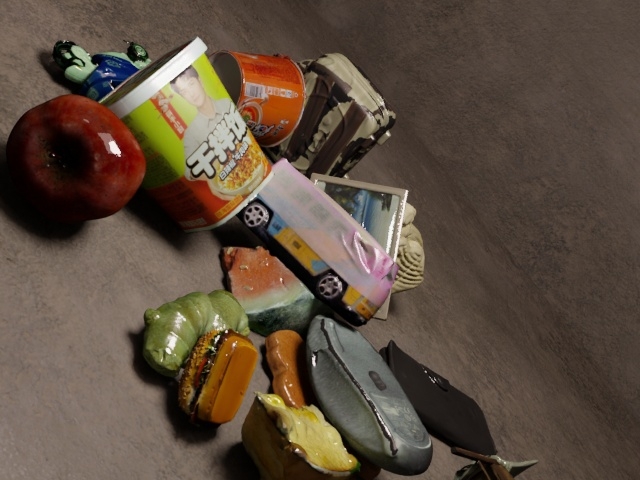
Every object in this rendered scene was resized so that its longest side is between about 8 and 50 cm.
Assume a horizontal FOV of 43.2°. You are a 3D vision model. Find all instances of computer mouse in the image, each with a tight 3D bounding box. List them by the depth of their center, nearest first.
[{"bbox_3d":[0.072,0.300,1.535,0.203,0.114,0.374,22,26,-43],"label":"computer mouse"}]

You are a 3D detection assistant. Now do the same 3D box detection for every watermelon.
[{"bbox_3d":[-0.112,0.078,1.694,0.193,0.140,0.256,30,21,-51],"label":"watermelon"}]

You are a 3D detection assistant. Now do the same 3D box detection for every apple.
[{"bbox_3d":[-0.416,-0.138,1.375,0.234,0.234,0.234,37,26,-22],"label":"apple"}]

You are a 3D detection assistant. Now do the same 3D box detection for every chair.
[{"bbox_3d":[0.361,0.551,1.702,0.319,0.160,0.186,24,29,-41],"label":"chair"}]

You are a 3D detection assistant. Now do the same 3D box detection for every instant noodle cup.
[{"bbox_3d":[-0.267,-0.193,1.595,0.307,0.294,0.294,54,21,-21],"label":"instant noodle cup"},{"bbox_3d":[-0.189,-0.375,2.078,0.192,0.250,0.250,4,48,-47],"label":"instant noodle cup"}]

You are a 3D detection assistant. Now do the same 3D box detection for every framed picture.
[{"bbox_3d":[0.060,0.010,1.814,0.024,0.232,0.314,89,11,-71],"label":"framed picture"}]

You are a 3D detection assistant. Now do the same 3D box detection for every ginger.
[{"bbox_3d":[-0.214,0.157,1.419,0.290,0.089,0.137,-1,79,-66],"label":"ginger"}]

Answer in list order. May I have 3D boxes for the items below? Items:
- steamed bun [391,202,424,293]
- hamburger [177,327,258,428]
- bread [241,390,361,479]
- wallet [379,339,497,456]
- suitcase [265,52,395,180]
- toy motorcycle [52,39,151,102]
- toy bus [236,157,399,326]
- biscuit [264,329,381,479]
[{"bbox_3d":[0.122,0.000,2.015,0.289,0.275,0.203,0,37,-28],"label":"steamed bun"},{"bbox_3d":[-0.172,0.225,1.325,0.087,0.165,0.137,16,-14,25],"label":"hamburger"},{"bbox_3d":[-0.054,0.353,1.335,0.174,0.133,0.252,52,6,25],"label":"bread"},{"bbox_3d":[0.282,0.390,1.933,0.378,0.051,0.197,37,27,-26],"label":"wallet"},{"bbox_3d":[0.000,-0.334,2.177,0.339,0.351,0.194,51,34,9],"label":"suitcase"},{"bbox_3d":[-0.425,-0.339,1.775,0.331,0.125,0.196,6,49,-52],"label":"toy motorcycle"},{"bbox_3d":[0.000,0.000,1.697,0.386,0.162,0.171,44,3,20],"label":"toy bus"},{"bbox_3d":[-0.007,0.322,1.560,0.202,0.047,0.333,3,51,-59],"label":"biscuit"}]
